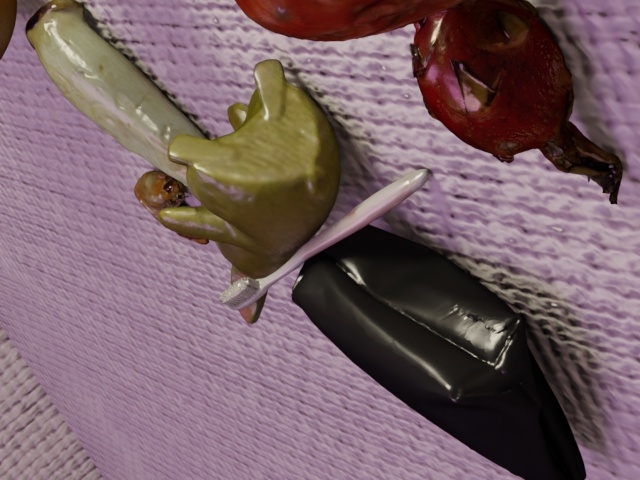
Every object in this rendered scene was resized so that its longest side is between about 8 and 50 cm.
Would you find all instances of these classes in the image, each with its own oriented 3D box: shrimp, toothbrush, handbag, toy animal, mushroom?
[{"bbox_3d":[-0.201,-0.045,2.398,0.133,0.053,0.236,54,163,-3],"label":"shrimp"},{"bbox_3d":[0.000,0.000,1.852,0.029,0.307,0.025,22,-134,-42],"label":"toothbrush"},{"bbox_3d":[0.152,0.143,1.871,0.342,0.152,0.288,34,166,47],"label":"handbag"},{"bbox_3d":[-0.081,-0.042,1.970,0.180,0.181,0.363,36,155,5],"label":"toy animal"},{"bbox_3d":[-0.260,-0.183,2.241,0.333,0.087,0.107,45,147,9],"label":"mushroom"}]

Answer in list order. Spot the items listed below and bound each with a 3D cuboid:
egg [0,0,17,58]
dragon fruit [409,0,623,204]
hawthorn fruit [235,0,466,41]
[{"bbox_3d":[-0.563,-0.331,2.341,0.351,0.283,0.282,40,159,53],"label":"egg"},{"bbox_3d":[0.171,-0.118,1.448,0.246,0.125,0.125,41,150,-23],"label":"dragon fruit"},{"bbox_3d":[0.026,-0.266,1.275,0.258,0.262,0.258,26,143,22],"label":"hawthorn fruit"}]
